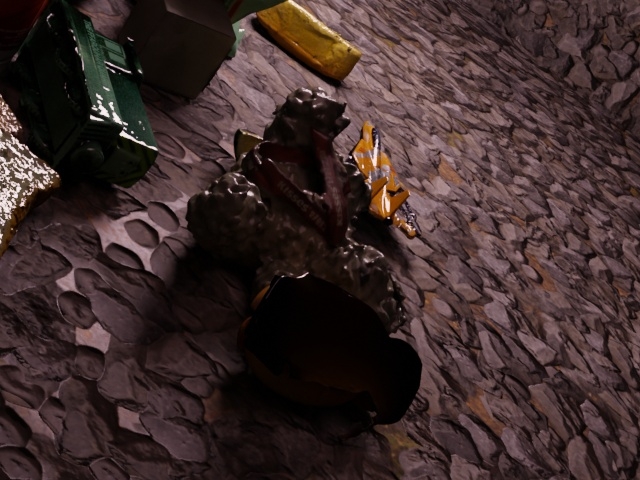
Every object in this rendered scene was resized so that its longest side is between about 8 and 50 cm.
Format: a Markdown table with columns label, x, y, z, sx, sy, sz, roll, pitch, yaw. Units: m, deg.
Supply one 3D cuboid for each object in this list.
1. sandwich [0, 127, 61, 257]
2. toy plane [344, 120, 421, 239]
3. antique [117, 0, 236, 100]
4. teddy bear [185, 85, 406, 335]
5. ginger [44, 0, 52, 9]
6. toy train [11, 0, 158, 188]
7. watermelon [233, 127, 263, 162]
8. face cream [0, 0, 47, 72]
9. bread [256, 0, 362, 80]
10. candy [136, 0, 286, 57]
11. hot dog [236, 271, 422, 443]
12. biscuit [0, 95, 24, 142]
| label | x | y | z | sx | sy | sz | roll | pitch | yaw |
| --- | --- | --- | --- | --- | --- | --- | --- | --- | --- |
| sandwich | -0.447 | -0.070 | 1.409 | 0.226 | 0.087 | 0.251 | 33 | 27 | -11 |
| toy plane | 0.088 | -0.130 | 2.190 | 0.204 | 0.103 | 0.316 | 30 | 21 | -22 |
| antique | -0.251 | -0.352 | 2.026 | 0.146 | 0.152 | 0.148 | 18 | 37 | -34 |
| teddy bear | 0.000 | 0.000 | 1.751 | 0.367 | 0.224 | 0.357 | 41 | 46 | -2 |
| ginger | -0.399 | -0.544 | 2.047 | 0.176 | 0.254 | 0.418 | 31 | 22 | -4 |
| toy train | -0.336 | -0.208 | 1.717 | 0.178 | 0.138 | 0.330 | 22 | 32 | -40 |
| watermelon | -0.078 | -0.126 | 1.974 | 0.181 | 0.092 | 0.075 | 18 | 19 | -21 |
| face cream | -0.499 | -0.366 | 1.685 | 0.201 | 0.187 | 0.201 | 30 | 28 | -18 |
| bread | -0.029 | -0.439 | 2.515 | 0.245 | 0.094 | 0.102 | 35 | 18 | -11 |
| candy | -0.171 | -0.475 | 2.116 | 0.262 | 0.398 | 0.172 | 28 | 60 | -24 |
| hot dog | -0.009 | 0.162 | 1.593 | 0.326 | 0.107 | 0.194 | 46 | 53 | -34 |
| biscuit | -0.470 | -0.182 | 1.572 | 0.168 | 0.070 | 0.082 | 48 | 31 | 11 |
